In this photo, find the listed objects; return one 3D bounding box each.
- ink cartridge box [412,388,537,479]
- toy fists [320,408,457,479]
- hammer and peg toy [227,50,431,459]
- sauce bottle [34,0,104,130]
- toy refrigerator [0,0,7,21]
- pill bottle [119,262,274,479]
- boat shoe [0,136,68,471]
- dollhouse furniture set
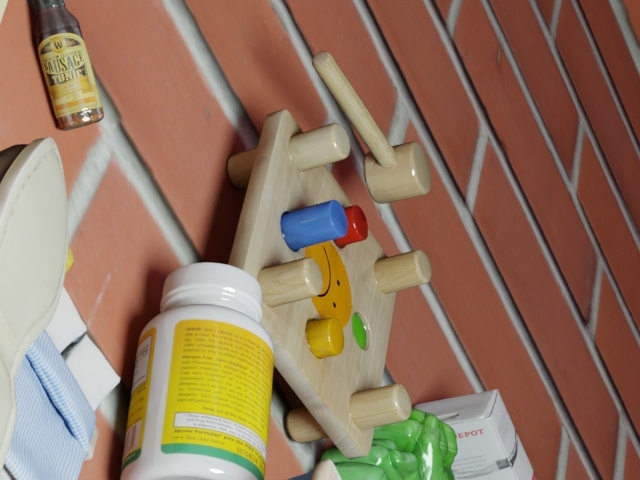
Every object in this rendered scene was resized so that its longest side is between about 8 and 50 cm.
[{"bbox_3d":[0.171,0.249,2.075,0.150,0.109,0.063,66,27,-22],"label":"ink cartridge box"},{"bbox_3d":[0.074,0.254,1.884,0.279,0.096,0.142,-28,102,-64],"label":"toy fists"},{"bbox_3d":[0.000,0.000,1.822,0.266,0.127,0.361,54,32,-36],"label":"hammer and peg toy"},{"bbox_3d":[-0.215,-0.157,1.542,0.042,0.042,0.128,-23,96,-66],"label":"sauce bottle"},{"bbox_3d":[-0.293,-0.131,1.284,0.094,0.102,0.269,54,31,-40],"label":"toy refrigerator"},{"bbox_3d":[-0.099,0.127,1.546,0.117,0.117,0.208,49,35,-46],"label":"pill bottle"},{"bbox_3d":[-0.236,0.041,1.207,0.324,0.096,0.116,-81,163,-51],"label":"boat shoe"},{"bbox_3d":[-0.132,0.166,1.290,0.286,0.198,0.303,-84,151,-62],"label":"dollhouse furniture set"}]
